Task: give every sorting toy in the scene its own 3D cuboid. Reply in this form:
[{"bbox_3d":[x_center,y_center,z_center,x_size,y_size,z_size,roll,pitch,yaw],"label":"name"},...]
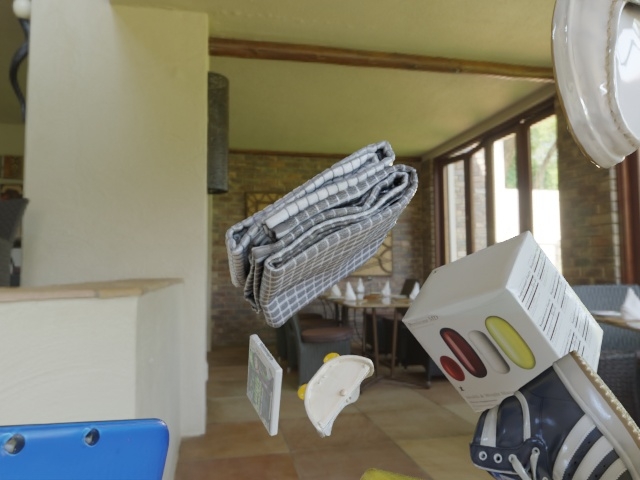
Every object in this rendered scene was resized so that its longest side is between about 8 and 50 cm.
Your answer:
[{"bbox_3d":[0.016,0.161,0.474,0.045,0.075,0.083,24,56,34],"label":"sorting toy"}]

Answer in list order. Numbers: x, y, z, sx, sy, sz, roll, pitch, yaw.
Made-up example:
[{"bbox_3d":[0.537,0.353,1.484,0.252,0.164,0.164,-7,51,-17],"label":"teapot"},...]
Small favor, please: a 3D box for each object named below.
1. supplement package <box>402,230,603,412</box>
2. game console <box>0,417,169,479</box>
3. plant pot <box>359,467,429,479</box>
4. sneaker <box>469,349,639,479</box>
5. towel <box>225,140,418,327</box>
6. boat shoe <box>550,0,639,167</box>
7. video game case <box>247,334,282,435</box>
[{"bbox_3d":[0.280,0.133,0.729,0.194,0.203,0.149,-32,10,46],"label":"supplement package"},{"bbox_3d":[-0.269,0.256,0.317,0.250,0.173,0.293,-28,-26,9],"label":"game console"},{"bbox_3d":[0.118,0.295,0.288,0.187,0.212,0.212,6,-22,43],"label":"plant pot"},{"bbox_3d":[0.234,0.234,0.424,0.153,0.099,0.282,-38,15,18],"label":"sneaker"},{"bbox_3d":[0.000,0.000,0.725,0.283,0.121,0.235,-33,-14,-20],"label":"towel"},{"bbox_3d":[0.244,-0.189,0.348,0.098,0.277,0.096,25,-18,-34],"label":"boat shoe"},{"bbox_3d":[-0.147,0.365,1.198,0.022,0.190,0.173,-5,21,-28],"label":"video game case"}]
